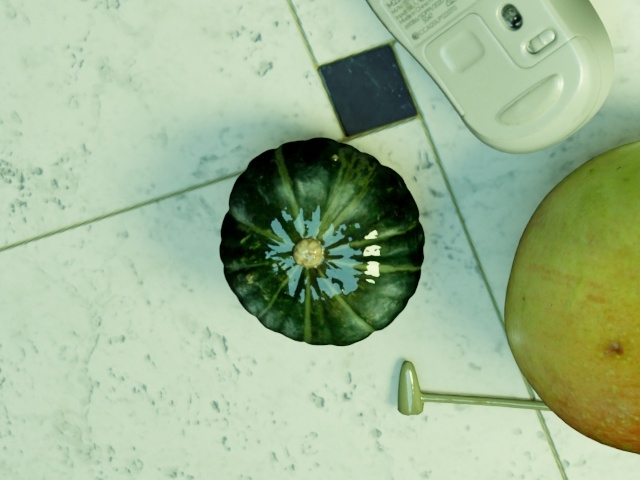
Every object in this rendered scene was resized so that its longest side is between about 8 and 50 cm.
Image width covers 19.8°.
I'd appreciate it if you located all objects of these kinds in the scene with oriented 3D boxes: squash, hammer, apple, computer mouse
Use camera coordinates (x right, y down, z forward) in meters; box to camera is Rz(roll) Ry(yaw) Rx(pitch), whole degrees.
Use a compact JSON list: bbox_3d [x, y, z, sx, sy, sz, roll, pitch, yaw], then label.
[{"bbox_3d":[0.001,0.000,1.854,0.218,0.172,0.218,6,111,15],"label":"squash"},{"bbox_3d":[0.181,0.164,1.977,0.195,0.028,0.060,3,108,7],"label":"hammer"},{"bbox_3d":[0.347,0.058,1.726,0.319,0.277,0.319,-4,102,-21],"label":"apple"},{"bbox_3d":[0.161,-0.227,1.749,0.184,0.121,0.297,-40,87,31],"label":"computer mouse"}]
